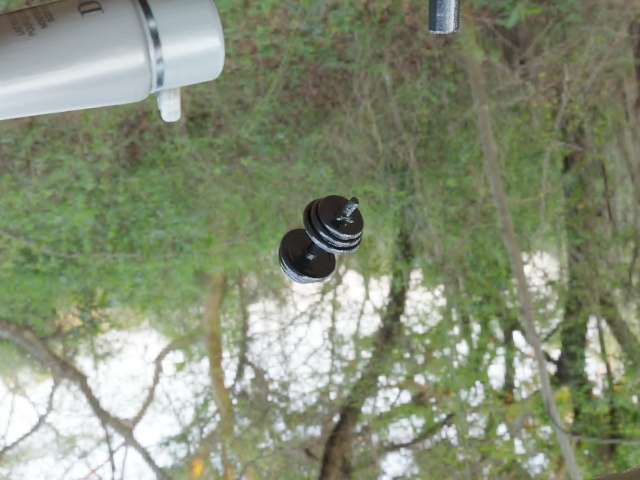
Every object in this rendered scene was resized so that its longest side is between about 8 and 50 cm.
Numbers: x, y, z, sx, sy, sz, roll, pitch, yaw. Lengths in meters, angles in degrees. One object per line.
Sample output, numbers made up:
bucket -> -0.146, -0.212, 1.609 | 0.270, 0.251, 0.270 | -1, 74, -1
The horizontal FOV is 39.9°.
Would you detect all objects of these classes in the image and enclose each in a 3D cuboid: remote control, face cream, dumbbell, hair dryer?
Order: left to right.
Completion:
face cream -> -0.230, -0.133, 0.675 | 0.314, 0.089, 0.143 | -17, -142, -20
remote control -> -0.213, -0.231, 1.235 | 0.032, 0.122, 0.074 | -1, 166, -7
dumbbell -> 0.000, 0.000, 1.332 | 0.099, 0.099, 0.208 | -10, 153, -39
hair dryer -> 0.102, -0.380, 1.242 | 0.194, 0.173, 0.050 | 1, -159, 10

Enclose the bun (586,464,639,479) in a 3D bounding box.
bun -> 0.276, 0.346, 0.640 | 0.210, 0.360, 0.359 | 21, 163, -36
